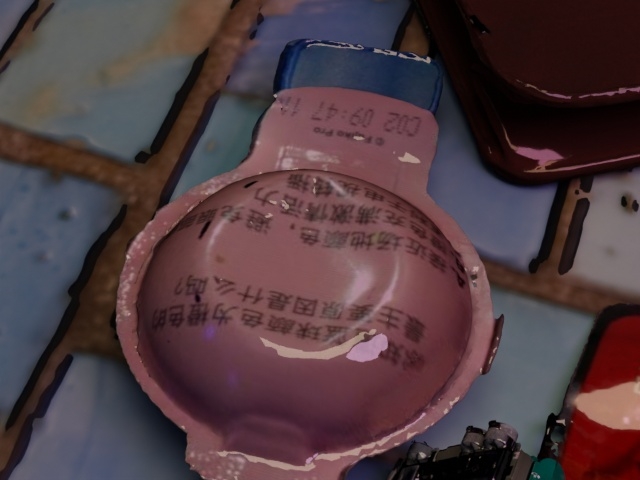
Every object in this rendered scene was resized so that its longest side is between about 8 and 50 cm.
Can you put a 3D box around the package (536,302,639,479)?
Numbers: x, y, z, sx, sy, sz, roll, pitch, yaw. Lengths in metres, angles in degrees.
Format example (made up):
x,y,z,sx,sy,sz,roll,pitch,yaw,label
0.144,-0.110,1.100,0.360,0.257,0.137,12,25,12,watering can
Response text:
x,y,z,sx,sy,sz,roll,pitch,yaw,label
0.180,0.143,0.609,0.194,0.071,0.269,22,45,11,package

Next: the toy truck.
x,y,z,sx,sy,sz,roll,pitch,yaw,label
0.067,0.111,0.615,0.044,0.083,0.039,41,55,-20,toy truck

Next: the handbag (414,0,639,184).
x,y,z,sx,sy,sz,roll,pitch,yaw,label
0.179,-0.172,0.820,0.260,0.084,0.276,-11,55,-7,handbag

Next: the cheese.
x,y,z,sx,sy,sz,roll,pitch,yaw,label
0.000,0.000,0.693,0.188,0.074,0.286,9,51,4,cheese
